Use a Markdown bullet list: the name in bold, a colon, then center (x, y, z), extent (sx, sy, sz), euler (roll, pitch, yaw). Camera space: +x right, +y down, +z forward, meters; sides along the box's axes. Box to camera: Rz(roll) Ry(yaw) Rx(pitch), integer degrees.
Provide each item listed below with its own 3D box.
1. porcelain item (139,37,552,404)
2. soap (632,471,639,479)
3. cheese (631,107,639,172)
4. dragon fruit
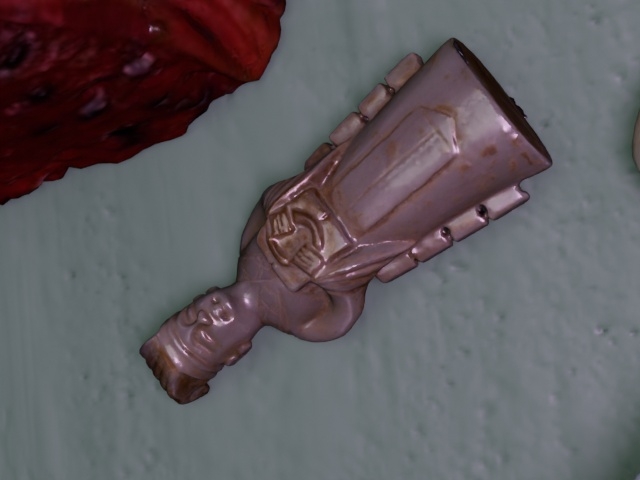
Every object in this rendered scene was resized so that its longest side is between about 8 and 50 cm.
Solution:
- **porcelain item**: center (0.000, 0.000, 0.801), extent (0.213, 0.054, 0.084), euler (-38, 71, 14)
- **soap**: center (0.193, 0.128, 0.692), extent (0.150, 0.094, 0.261), euler (41, 99, 21)
- **cheese**: center (0.211, -0.066, 0.730), extent (0.171, 0.047, 0.092), euler (-27, 77, 16)
- **dragon fruit**: center (-0.194, -0.203, 0.794), extent (0.228, 0.286, 0.329), euler (-20, 70, 22)
